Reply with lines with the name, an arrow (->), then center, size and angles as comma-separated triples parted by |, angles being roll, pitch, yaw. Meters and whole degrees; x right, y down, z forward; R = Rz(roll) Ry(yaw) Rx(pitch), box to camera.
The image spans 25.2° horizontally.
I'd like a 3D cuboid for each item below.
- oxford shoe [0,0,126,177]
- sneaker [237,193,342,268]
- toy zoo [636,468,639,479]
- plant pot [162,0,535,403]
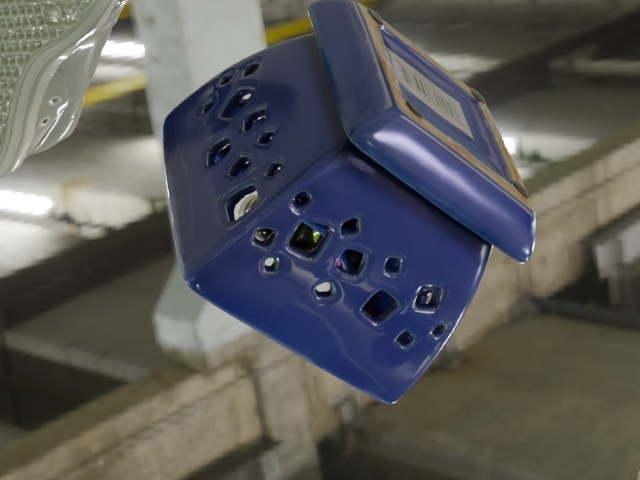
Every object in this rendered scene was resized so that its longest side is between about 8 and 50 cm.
oxford shoe -> -0.257, -0.230, 1.371 | 0.169, 0.449, 0.130 | 48, -133, 12
sneaker -> 0.000, 0.000, 1.382 | 0.170, 0.063, 0.075 | 25, 173, -2
toy zoo -> 0.370, 0.273, 1.143 | 0.293, 0.030, 0.192 | -6, -130, 42
plant pot -> 0.028, -0.046, 1.177 | 0.212, 0.236, 0.236 | -43, -146, 22
